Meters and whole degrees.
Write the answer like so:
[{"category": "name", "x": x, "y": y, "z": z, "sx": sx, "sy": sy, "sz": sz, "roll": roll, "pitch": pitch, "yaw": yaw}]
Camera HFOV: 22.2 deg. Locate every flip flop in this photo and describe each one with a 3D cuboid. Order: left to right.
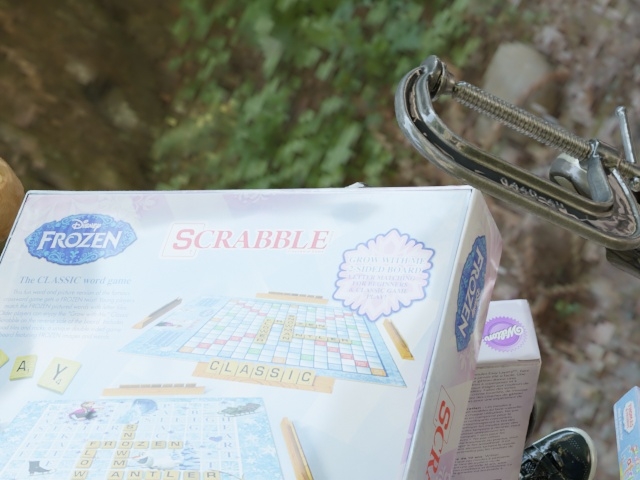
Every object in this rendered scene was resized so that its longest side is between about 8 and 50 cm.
[{"category": "flip flop", "x": 0.293, "y": -0.015, "z": 1.444, "sx": 0.112, "sy": 0.277, "sz": 0.080, "roll": 30, "pitch": 83, "yaw": 45}]

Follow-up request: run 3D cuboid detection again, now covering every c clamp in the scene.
[{"category": "c clamp", "x": 0.100, "y": -0.047, "z": 0.798, "sx": 0.022, "sy": 0.161, "sz": 0.137, "roll": -54, "pitch": 28, "yaw": 31}]

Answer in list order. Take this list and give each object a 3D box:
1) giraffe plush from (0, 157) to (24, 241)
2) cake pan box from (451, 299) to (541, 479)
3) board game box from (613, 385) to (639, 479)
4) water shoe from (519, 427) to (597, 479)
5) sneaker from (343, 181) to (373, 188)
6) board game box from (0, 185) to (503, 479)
[{"category": "giraffe plush", "x": -0.282, "y": -0.014, "z": 1.127, "sx": 0.170, "sy": 0.210, "sz": 0.181, "roll": -55, "pitch": 15, "yaw": -29}, {"category": "cake pan box", "x": 0.040, "y": 0.149, "z": 1.289, "sx": 0.245, "sy": 0.267, "sz": 0.070, "roll": 88, "pitch": 177, "yaw": -53}, {"category": "board game box", "x": 0.350, "y": 0.231, "z": 1.391, "sx": 0.039, "sy": 0.211, "sz": 0.160, "roll": -52, "pitch": 22, "yaw": 38}, {"category": "water shoe", "x": 0.175, "y": 0.243, "z": 1.512, "sx": 0.203, "sy": 0.073, "sz": 0.080, "roll": -38, "pitch": -24, "yaw": -8}, {"category": "sneaker", "x": 0.000, "y": 0.000, "z": 1.402, "sx": 0.234, "sy": 0.106, "sz": 0.078, "roll": -41, "pitch": -64, "yaw": -82}, {"category": "board game box", "x": -0.078, "y": 0.113, "z": 0.947, "sx": 0.319, "sy": 0.066, "sz": 0.318, "roll": 1, "pitch": 56, "yaw": 25}]
